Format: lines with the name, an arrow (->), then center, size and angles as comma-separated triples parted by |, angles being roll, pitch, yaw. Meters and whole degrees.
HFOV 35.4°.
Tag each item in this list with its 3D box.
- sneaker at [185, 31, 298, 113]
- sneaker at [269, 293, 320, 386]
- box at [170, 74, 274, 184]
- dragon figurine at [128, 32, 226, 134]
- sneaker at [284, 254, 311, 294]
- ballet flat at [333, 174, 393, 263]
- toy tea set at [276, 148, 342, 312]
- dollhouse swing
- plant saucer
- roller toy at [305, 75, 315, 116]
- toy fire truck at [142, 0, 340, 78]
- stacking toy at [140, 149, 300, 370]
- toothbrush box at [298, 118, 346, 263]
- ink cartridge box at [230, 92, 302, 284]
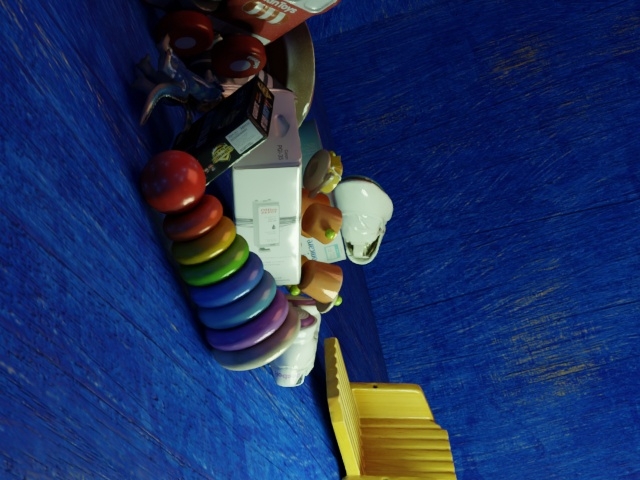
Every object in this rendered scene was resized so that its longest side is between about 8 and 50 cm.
sneaker -> -0.155, -0.327, 1.955 | 0.282, 0.099, 0.153 | -6, 74, -55
sneaker -> -0.062, 0.185, 1.890 | 0.305, 0.114, 0.152 | -69, 165, -82
box -> -0.156, -0.159, 1.546 | 0.051, 0.175, 0.220 | 50, 16, -19
dragon figurine -> -0.204, -0.217, 1.500 | 0.144, 0.085, 0.289 | 41, 14, -24
sneaker -> -0.072, 0.041, 2.028 | 0.094, 0.080, 0.212 | 51, -10, -29
ballet flat -> 0.101, -0.033, 2.392 | 0.400, 0.139, 0.139 | 75, 1, -73
toy tea set -> 0.000, 0.000, 1.916 | 0.124, 0.200, 0.336 | 23, 52, -28
dollhouse swing -> 0.161, 0.409, 2.304 | 0.347, 0.315, 0.305 | -92, -176, -60
plant saucer -> -0.117, -0.363, 2.173 | 0.310, 0.050, 0.310 | 8, -81, 55
roller toy -> -0.107, -0.378, 2.378 | 0.191, 0.146, 0.209 | -65, 157, -46
toy fire truck -> -0.146, -0.429, 1.732 | 0.302, 0.254, 0.169 | 15, 58, -45
stacking toy -> -0.150, 0.020, 1.422 | 0.141, 0.141, 0.330 | -92, 160, -63
toothbrush box -> -0.033, -0.113, 2.476 | 0.216, 0.126, 0.295 | 76, 3, -58
ink cartridge box -> -0.098, -0.089, 1.755 | 0.207, 0.117, 0.283 | -98, -173, -46
